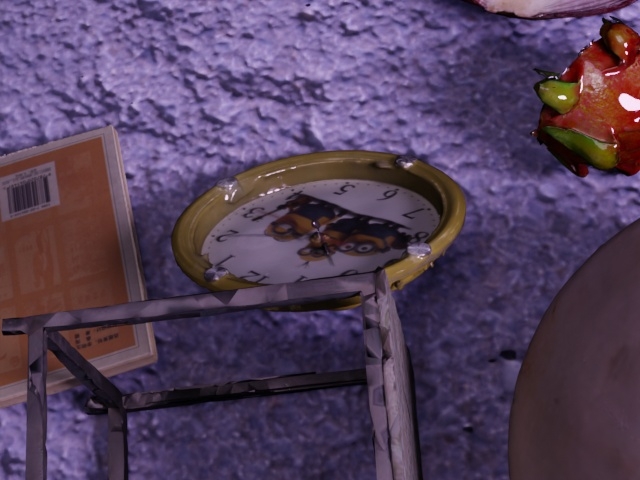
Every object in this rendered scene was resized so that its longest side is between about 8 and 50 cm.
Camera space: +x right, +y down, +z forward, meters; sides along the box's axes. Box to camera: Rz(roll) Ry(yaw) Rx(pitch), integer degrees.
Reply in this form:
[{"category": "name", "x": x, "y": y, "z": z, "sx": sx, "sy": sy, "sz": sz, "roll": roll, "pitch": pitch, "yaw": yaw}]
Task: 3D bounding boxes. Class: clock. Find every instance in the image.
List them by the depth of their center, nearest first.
[{"category": "clock", "x": 0.000, "y": 0.000, "z": 1.130, "sx": 0.237, "sy": 0.057, "sz": 0.237, "roll": -6, "pitch": 30, "yaw": 3}]

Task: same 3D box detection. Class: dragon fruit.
[{"category": "dragon fruit", "x": 0.252, "y": -0.107, "z": 1.129, "sx": 0.175, "sy": 0.138, "sz": 0.142, "roll": 23, "pitch": 51, "yaw": 6}]

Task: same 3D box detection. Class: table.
[{"category": "table", "x": -0.063, "y": 0.226, "z": 1.002, "sx": 0.272, "sy": 0.222, "sz": 0.334, "roll": -7, "pitch": 67, "yaw": 6}]

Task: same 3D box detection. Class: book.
[{"category": "book", "x": -0.235, "y": 0.020, "z": 1.206, "sx": 0.170, "sy": 0.018, "sz": 0.241, "roll": -16, "pitch": 57, "yaw": 3}]

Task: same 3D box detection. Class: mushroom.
[{"category": "mushroom", "x": 0.306, "y": 0.143, "z": 0.958, "sx": 0.362, "sy": 0.295, "sz": 0.362, "roll": -21, "pitch": 60, "yaw": 41}]

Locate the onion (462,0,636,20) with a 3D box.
[{"category": "onion", "x": 0.191, "y": -0.256, "z": 1.215, "sx": 0.206, "sy": 0.098, "sz": 0.151, "roll": 16, "pitch": 95, "yaw": 14}]
